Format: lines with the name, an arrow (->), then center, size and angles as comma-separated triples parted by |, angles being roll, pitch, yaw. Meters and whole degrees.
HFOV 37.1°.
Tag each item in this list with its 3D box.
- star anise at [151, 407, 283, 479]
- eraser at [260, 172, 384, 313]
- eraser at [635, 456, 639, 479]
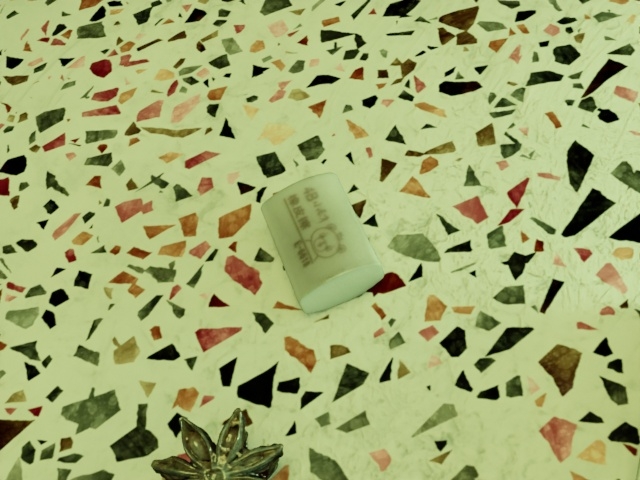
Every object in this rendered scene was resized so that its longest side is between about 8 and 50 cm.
star anise -> -0.169, 0.407, 1.620 | 0.236, 0.109, 0.223 | 37, 77, 17
eraser -> 0.000, 0.000, 1.899 | 0.174, 0.095, 0.270 | -24, 49, 0
eraser -> 0.581, 0.249, 1.529 | 0.098, 0.096, 0.404 | 8, 55, 24
